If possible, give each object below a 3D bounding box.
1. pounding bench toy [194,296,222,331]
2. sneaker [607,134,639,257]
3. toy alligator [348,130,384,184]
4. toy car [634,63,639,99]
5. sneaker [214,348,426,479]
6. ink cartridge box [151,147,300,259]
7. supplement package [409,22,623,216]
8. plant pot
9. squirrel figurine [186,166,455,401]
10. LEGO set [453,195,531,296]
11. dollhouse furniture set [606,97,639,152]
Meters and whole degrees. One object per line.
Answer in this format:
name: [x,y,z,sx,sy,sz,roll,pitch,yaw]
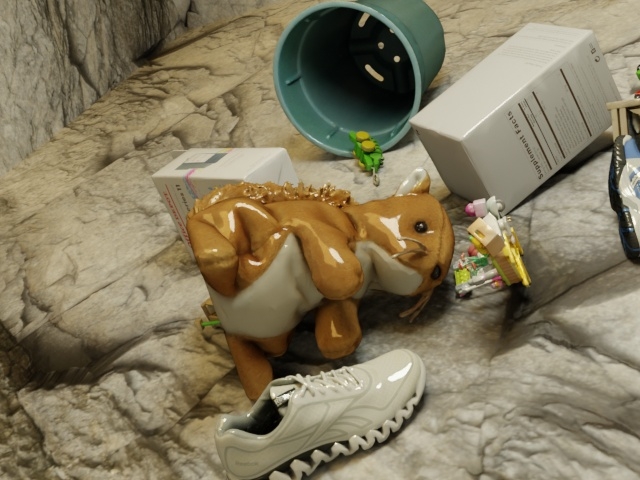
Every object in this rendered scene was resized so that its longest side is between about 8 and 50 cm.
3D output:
pounding bench toy: [-0.164,0.126,1.416,0.065,0.052,0.083,4,37,43]
sneaker: [0.465,-0.066,1.211,0.081,0.080,0.211,-6,56,9]
toy alligator: [0.109,-0.175,1.755,0.051,0.056,0.189,-6,40,-17]
toy car: [0.601,-0.284,1.555,0.225,0.053,0.239,-38,30,-27]
sneaker: [0.003,0.211,1.053,0.292,0.118,0.110,-29,25,-14]
ink cartridge box: [-0.185,-0.064,1.612,0.354,0.207,0.119,5,37,45]
supplement package: [0.338,-0.213,1.450,0.293,0.175,0.177,-39,29,-7]
plant pot: [0.116,-0.406,1.908,0.341,0.341,0.334,-8,22,29]
squirrel figurine: [0.000,0.000,1.286,0.371,0.281,0.397,-20,29,-7]
LEGO set: [0.226,0.023,1.200,0.107,0.132,0.287,-22,4,17]
dollhouse furniture set: [0.547,-0.161,1.333,0.129,0.129,0.184,-4,3,33]
